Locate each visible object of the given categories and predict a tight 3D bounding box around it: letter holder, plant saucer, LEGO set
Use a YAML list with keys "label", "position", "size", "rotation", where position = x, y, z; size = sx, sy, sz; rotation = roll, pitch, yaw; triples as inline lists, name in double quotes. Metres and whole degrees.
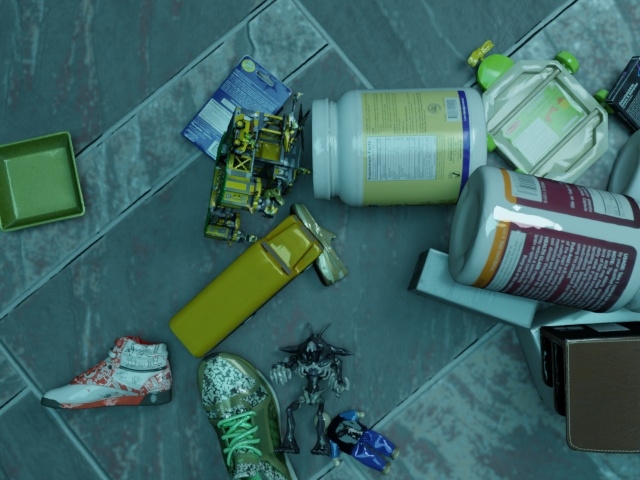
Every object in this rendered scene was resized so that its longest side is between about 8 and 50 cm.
- label: "letter holder"
  position: [0.578, 0.266, 1.413]
  size: [0.302, 0.152, 0.214]
  rotation: [-3, 93, 0]
- label: "plant saucer"
  position: [-0.610, -0.125, 1.662]
  size: [0.188, 0.045, 0.188]
  rotation: [-12, 86, 1]
- label: "LEGO set"
  position: [-0.105, -0.117, 1.513]
  size: [0.192, 0.331, 0.254]
  rotation: [10, 65, -13]

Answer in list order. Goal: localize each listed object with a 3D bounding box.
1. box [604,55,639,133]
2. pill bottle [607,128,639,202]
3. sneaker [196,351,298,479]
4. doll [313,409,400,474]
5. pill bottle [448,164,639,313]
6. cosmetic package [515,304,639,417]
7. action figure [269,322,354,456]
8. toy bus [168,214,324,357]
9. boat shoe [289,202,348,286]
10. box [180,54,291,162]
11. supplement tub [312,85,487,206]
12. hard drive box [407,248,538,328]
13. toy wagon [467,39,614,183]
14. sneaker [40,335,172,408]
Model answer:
- label: "box"
  position: [0.677, -0.291, 1.610]
  size: [0.162, 0.029, 0.116]
  rotation: [37, 84, -27]
- label: "pill bottle"
  position: [0.778, -0.095, 1.556]
  size: [0.334, 0.188, 0.187]
  rotation: [17, 88, 3]
- label: "sneaker"
  position: [-0.142, 0.419, 1.554]
  size: [0.158, 0.182, 0.410]
  rotation: [-23, 87, 0]
- label: "doll"
  position: [0.068, 0.422, 1.617]
  size: [0.189, 0.046, 0.129]
  rotation: [32, 87, 2]
- label: "pill bottle"
  position: [0.451, 0.009, 1.397]
  size: [0.393, 0.224, 0.223]
  rotation: [12, 87, -4]
- label: "cosmetic package"
  position: [0.607, 0.198, 1.563]
  size: [0.366, 0.155, 0.196]
  rotation: [-22, 90, -1]
- label: "action figure"
  position: [-0.018, 0.294, 1.564]
  size: [0.164, 0.141, 0.275]
  rotation: [3, 74, 5]
- label: "toy bus"
  position: [-0.151, 0.092, 1.579]
  size: [0.333, 0.130, 0.108]
  rotation: [-41, 86, 15]
- label: "boat shoe"
  position: [0.000, 0.000, 1.638]
  size: [0.072, 0.068, 0.189]
  rotation: [-26, 96, -13]
- label: "box"
  position: [-0.179, -0.274, 1.663]
  size: [0.136, 0.036, 0.225]
  rotation: [40, 90, 2]
- label: "supplement tub"
  position: [0.151, -0.187, 1.549]
  size: [0.332, 0.241, 0.240]
  rotation: [-1, 87, 2]
- label: "hard drive box"
  position: [0.307, 0.099, 1.562]
  size: [0.232, 0.181, 0.089]
  rotation: [20, 87, 1]
- label: "toy wagon"
  position: [0.449, -0.281, 1.634]
  size: [0.267, 0.068, 0.344]
  rotation: [-43, 86, -1]
- label: "sneaker"
  position: [-0.450, 0.276, 1.617]
  size: [0.270, 0.090, 0.144]
  rotation: [-2, 86, -2]
